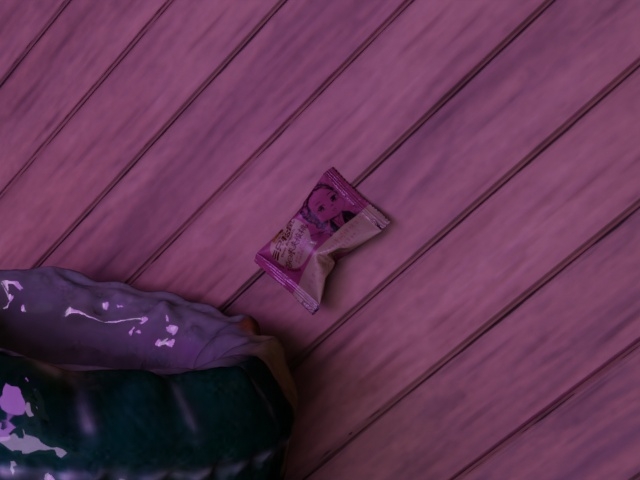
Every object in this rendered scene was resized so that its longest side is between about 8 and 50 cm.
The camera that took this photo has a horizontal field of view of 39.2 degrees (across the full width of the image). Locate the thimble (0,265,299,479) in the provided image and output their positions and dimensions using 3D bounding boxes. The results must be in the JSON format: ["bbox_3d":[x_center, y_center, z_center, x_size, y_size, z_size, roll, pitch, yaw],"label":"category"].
[{"bbox_3d":[-0.159,0.118,0.540,0.288,0.254,0.167,12,98,22],"label":"thimble"}]

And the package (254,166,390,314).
[{"bbox_3d":[0.000,0.000,0.588,0.059,0.029,0.083,43,98,21],"label":"package"}]
